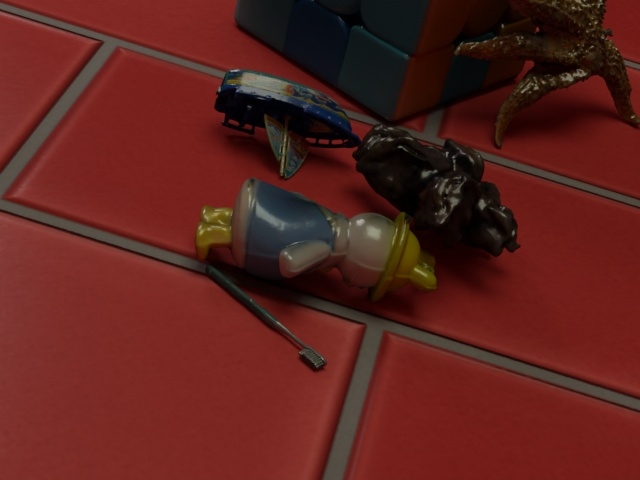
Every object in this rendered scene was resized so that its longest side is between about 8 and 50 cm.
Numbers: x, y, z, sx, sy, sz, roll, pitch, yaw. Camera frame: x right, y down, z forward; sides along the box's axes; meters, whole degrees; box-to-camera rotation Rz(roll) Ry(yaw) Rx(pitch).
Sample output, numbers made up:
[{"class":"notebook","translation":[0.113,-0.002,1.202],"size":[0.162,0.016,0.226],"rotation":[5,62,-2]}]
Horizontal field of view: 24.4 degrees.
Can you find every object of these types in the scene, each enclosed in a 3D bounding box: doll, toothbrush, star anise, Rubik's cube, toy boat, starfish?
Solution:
[{"class":"doll","translation":[0.000,0.001,1.451],"size":[0.241,0.099,0.135],"rotation":[15,-7,-4]},{"class":"toothbrush","translation":[-0.055,0.071,1.400],"size":[0.014,0.011,0.167],"rotation":[-25,51,-38]},{"class":"star anise","translation":[0.121,-0.063,1.555],"size":[0.214,0.099,0.220],"rotation":[27,11,-45]},{"class":"Rubik's cube","translation":[0.106,-0.362,1.862],"size":[0.290,0.292,0.291],"rotation":[36,38,27]},{"class":"toy boat","translation":[-0.036,-0.117,1.647],"size":[0.175,0.091,0.110],"rotation":[13,66,-10]},{"class":"starfish","translation":[0.292,-0.262,1.824],"size":[0.293,0.302,0.084],"rotation":[-18,23,-36]}]
